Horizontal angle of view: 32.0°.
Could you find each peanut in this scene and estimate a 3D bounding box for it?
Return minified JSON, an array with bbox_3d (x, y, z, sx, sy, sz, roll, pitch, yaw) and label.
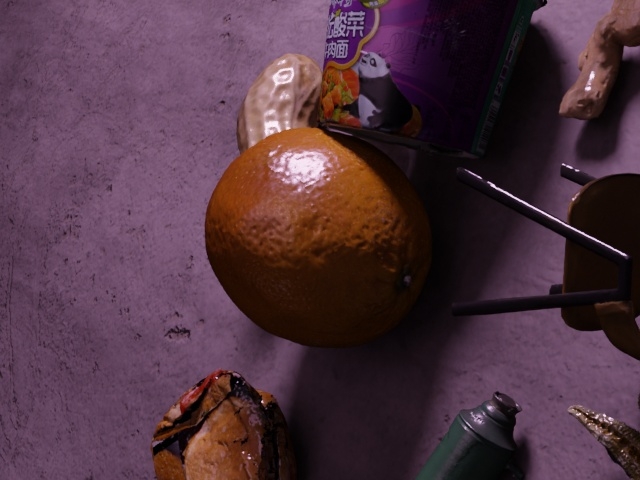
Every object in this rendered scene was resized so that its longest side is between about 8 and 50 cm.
[{"bbox_3d":[-0.050,-0.121,1.497,0.136,0.120,0.298,-8,63,22],"label":"peanut"}]

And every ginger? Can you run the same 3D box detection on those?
[{"bbox_3d":[0.336,-0.224,1.124,0.258,0.065,0.149,-57,35,8],"label":"ginger"}]

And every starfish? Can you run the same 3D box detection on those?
[{"bbox_3d":[0.284,0.222,0.976,0.176,0.053,0.208,-50,38,23],"label":"starfish"}]

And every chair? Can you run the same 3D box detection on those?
[{"bbox_3d":[0.261,0.024,1.009,0.247,0.159,0.172,11,103,49],"label":"chair"}]

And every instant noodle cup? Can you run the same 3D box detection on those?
[{"bbox_3d":[0.111,-0.201,1.259,0.251,0.251,0.190,15,94,52],"label":"instant noodle cup"}]

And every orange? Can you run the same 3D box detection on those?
[{"bbox_3d":[0.000,0.000,1.270,0.264,0.264,0.264,-25,54,41],"label":"orange"}]

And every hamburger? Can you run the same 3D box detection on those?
[{"bbox_3d":[-0.115,0.276,1.389,0.231,0.107,0.230,-21,59,38],"label":"hamburger"}]

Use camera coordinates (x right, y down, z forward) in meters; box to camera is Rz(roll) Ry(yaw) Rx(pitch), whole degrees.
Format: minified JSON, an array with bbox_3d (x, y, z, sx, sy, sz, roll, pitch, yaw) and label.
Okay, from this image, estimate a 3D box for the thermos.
[{"bbox_3d":[0.140,0.239,1.124,0.187,0.073,0.083,-58,37,11],"label":"thermos"}]
